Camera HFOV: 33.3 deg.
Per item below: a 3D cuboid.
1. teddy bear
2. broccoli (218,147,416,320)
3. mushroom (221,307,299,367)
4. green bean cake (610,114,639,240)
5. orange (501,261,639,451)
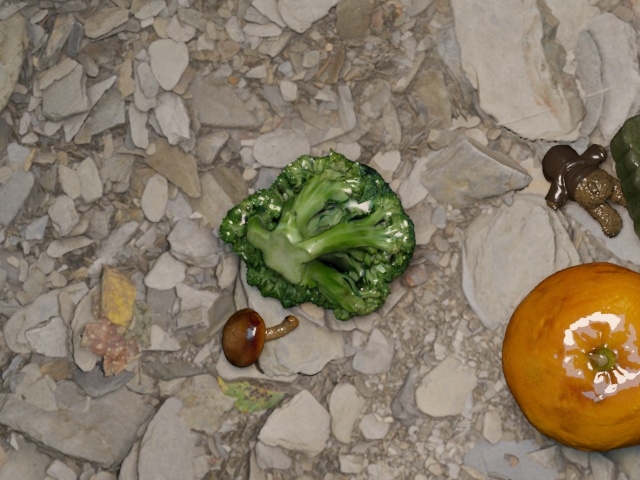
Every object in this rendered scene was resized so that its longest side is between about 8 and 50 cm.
[{"bbox_3d":[0.395,-0.082,1.584,0.160,0.078,0.119,40,94,15],"label":"teddy bear"},{"bbox_3d":[0.000,0.000,1.583,0.294,0.245,0.265,-5,98,36],"label":"broccoli"},{"bbox_3d":[-0.099,0.139,1.662,0.129,0.073,0.088,-28,42,3],"label":"mushroom"},{"bbox_3d":[0.523,-0.096,1.530,0.183,0.094,0.185,-12,76,-8],"label":"green bean cake"},{"bbox_3d":[0.380,0.160,1.467,0.261,0.261,0.261,-2,80,12],"label":"orange"}]
